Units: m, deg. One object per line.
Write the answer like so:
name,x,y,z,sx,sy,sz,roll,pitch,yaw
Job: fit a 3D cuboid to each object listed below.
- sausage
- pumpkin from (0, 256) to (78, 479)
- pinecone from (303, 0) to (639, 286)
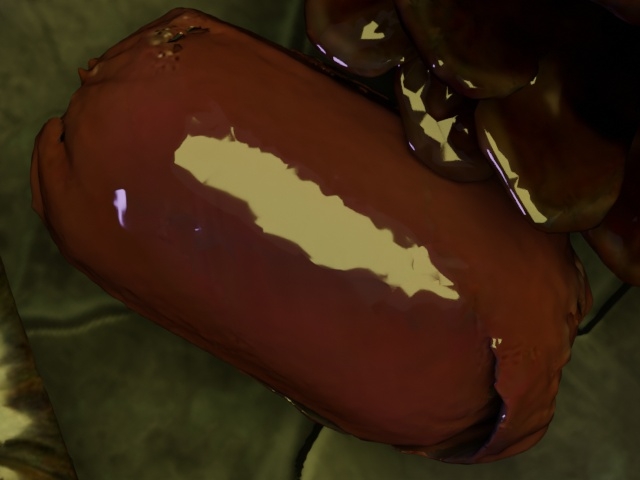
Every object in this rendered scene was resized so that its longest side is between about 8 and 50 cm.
sausage,0.000,0.000,0.863,0.280,0.152,0.152,31,83,-4
pumpkin,-0.219,0.093,0.816,0.139,0.222,0.317,-23,90,-35
pinecone,0.171,-0.188,0.773,0.398,0.398,0.397,0,86,-6
